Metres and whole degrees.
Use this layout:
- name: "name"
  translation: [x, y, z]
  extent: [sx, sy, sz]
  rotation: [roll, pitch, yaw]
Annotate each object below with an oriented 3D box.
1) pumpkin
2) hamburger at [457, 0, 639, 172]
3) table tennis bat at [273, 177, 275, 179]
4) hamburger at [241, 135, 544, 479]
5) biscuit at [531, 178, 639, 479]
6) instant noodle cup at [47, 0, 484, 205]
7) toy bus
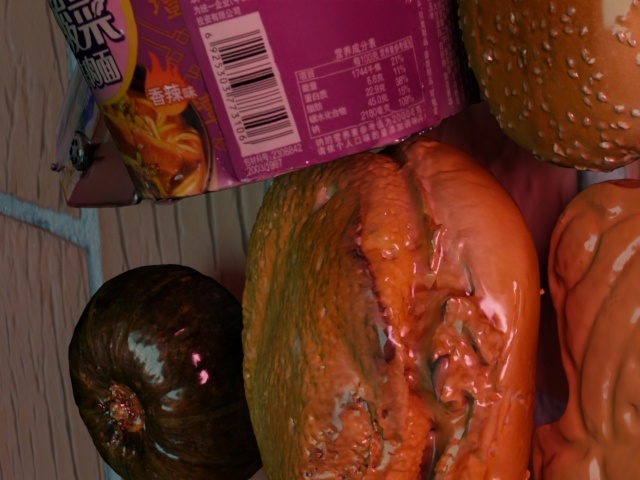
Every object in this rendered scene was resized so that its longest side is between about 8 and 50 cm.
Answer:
- name: "pumpkin"
  translation: [-0.130, 0.129, 1.406]
  extent: [0.223, 0.157, 0.224]
  rotation: [22, 126, 33]
- name: "hamburger"
  translation: [0.156, -0.136, 0.907]
  extent: [0.215, 0.122, 0.189]
  rotation: [11, 109, 58]
- name: "table tennis bat"
  translation: [0.000, 0.000, 1.275]
  extent: [0.149, 0.038, 0.237]
  rotation: [-39, 71, 55]
- name: "hamburger"
  translation: [0.049, 0.075, 1.053]
  extent: [0.314, 0.170, 0.290]
  rotation: [-121, 35, -65]
- name: "biscuit"
  translation: [0.238, 0.119, 0.892]
  extent: [0.351, 0.057, 0.312]
  rotation: [41, 125, 45]
- name: "instant noodle cup"
  translation: [-0.040, -0.188, 1.046]
  extent: [0.340, 0.340, 0.266]
  rotation: [0, 110, 57]
- name: "toy bus"
  translation: [-0.188, -0.151, 1.471]
  extent: [0.274, 0.090, 0.112]
  rotation: [-61, 40, 44]
